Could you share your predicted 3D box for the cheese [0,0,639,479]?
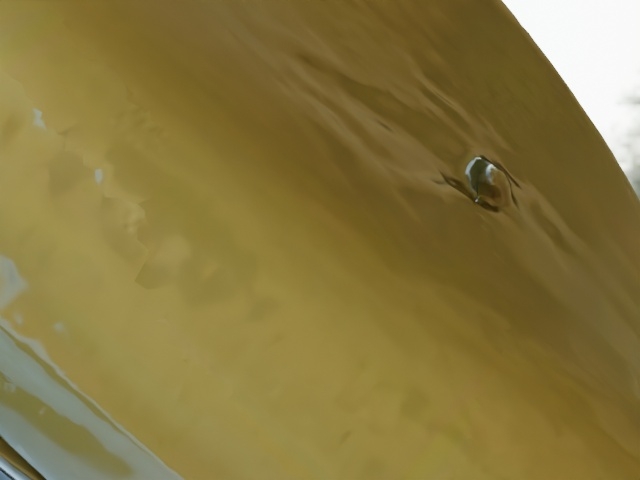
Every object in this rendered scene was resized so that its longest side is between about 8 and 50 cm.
[{"bbox_3d":[0.000,0.000,0.435,0.316,0.128,0.259,51,-145,-2],"label":"cheese"}]
